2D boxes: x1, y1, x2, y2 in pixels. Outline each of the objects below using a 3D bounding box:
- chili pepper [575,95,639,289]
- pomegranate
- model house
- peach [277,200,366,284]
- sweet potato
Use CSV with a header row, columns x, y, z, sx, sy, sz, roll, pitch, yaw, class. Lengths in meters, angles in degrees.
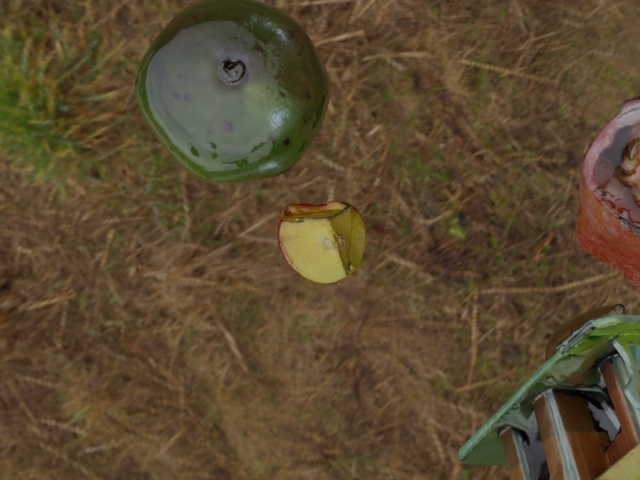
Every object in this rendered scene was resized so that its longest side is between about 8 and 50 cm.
x,y,z,sx,sy,sz,roll,pitch,yaw,class
0.492,-0.032,1.603,0.251,0.229,0.305,0,151,5,chili pepper
-0.086,-0.140,1.095,0.187,0.225,0.187,1,85,-9,pomegranate
0.364,0.284,1.076,0.300,0.340,0.324,123,146,-48,model house
-0.004,0.005,1.803,0.118,0.151,0.151,-2,109,49,peach
0.361,0.195,1.613,0.079,0.108,0.346,10,126,-1,sweet potato
